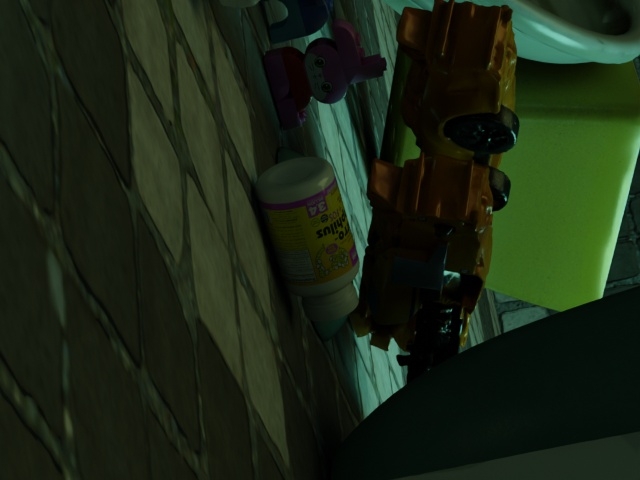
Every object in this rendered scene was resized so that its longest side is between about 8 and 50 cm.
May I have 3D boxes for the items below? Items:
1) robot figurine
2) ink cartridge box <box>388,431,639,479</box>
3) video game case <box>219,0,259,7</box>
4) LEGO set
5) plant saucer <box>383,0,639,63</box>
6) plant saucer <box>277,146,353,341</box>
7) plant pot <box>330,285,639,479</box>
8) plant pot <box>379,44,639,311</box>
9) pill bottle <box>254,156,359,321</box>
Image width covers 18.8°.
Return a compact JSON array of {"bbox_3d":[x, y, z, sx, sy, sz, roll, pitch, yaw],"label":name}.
[{"bbox_3d":[0.070,-0.020,1.217,0.291,0.085,0.211,95,6,-66],"label":"robot figurine"},{"bbox_3d":[0.094,0.224,0.783,0.270,0.197,0.198,-77,153,-74],"label":"ink cartridge box"},{"bbox_3d":[-0.030,-0.240,1.009,0.183,0.023,0.201,-56,143,-65],"label":"video game case"},{"bbox_3d":[-0.005,-0.195,1.174,0.087,0.093,0.227,-84,159,-69],"label":"LEGO set"},{"bbox_3d":[0.092,-0.265,1.579,0.400,0.100,0.400,33,27,-19],"label":"plant saucer"},{"bbox_3d":[0.000,0.000,1.151,0.119,0.021,0.119,-13,90,-82],"label":"plant saucer"},{"bbox_3d":[0.139,0.177,1.054,0.293,0.235,0.293,-13,90,-82],"label":"plant pot"},{"bbox_3d":[0.153,-0.083,1.666,0.212,0.187,0.212,-91,-172,-56],"label":"plant pot"},{"bbox_3d":[-0.004,0.000,1.031,0.043,0.043,0.083,-88,163,-63],"label":"pill bottle"}]
